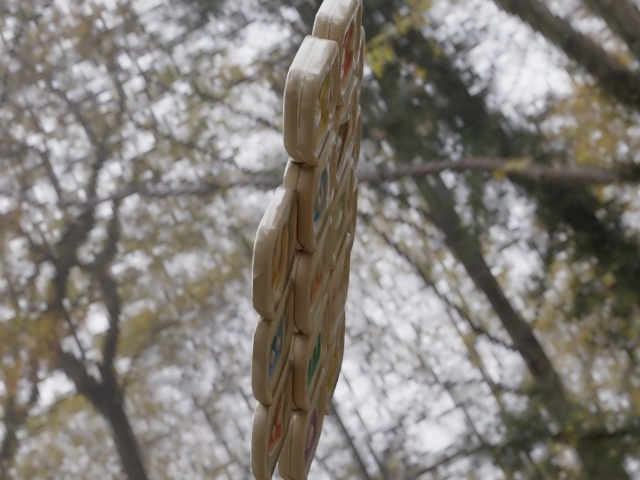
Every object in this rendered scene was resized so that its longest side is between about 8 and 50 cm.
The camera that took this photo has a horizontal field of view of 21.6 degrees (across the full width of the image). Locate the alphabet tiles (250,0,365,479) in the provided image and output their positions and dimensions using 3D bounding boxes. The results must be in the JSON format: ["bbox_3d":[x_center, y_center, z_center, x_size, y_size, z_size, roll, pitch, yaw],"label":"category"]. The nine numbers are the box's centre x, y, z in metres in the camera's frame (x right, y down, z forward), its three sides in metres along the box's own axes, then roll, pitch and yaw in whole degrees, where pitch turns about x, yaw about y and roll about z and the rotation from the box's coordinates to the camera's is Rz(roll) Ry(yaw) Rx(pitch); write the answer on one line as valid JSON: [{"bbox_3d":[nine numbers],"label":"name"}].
[{"bbox_3d":[0.000,0.000,1.013,0.021,0.278,0.284,8,-58,9],"label":"alphabet tiles"}]
